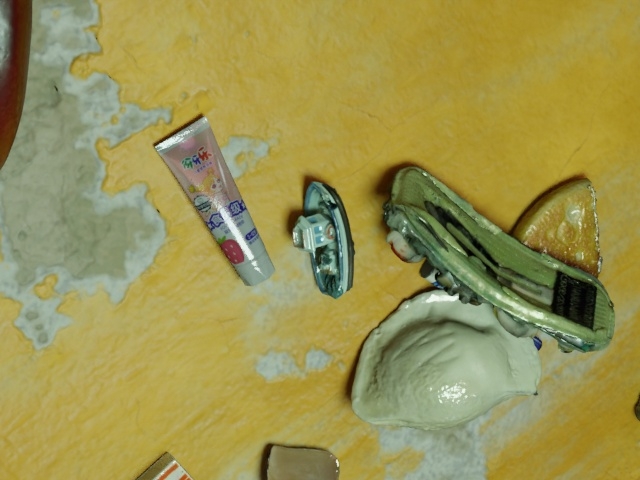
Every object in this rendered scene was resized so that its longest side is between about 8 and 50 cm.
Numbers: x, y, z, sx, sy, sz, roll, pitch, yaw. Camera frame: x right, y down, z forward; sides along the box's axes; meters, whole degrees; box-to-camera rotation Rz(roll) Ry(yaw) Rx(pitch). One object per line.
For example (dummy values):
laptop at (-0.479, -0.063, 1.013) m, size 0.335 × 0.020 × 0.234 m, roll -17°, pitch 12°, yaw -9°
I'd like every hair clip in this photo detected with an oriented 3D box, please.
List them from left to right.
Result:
hair clip at (0.199, 0.038, 1.825) m, size 0.321 × 0.138 × 0.091 m, roll 33°, pitch 124°, yaw -12°

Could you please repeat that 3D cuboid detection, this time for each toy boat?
toy boat at (0.000, 0.000, 1.769) m, size 0.066 × 0.059 × 0.140 m, roll -18°, pitch 108°, yaw -38°

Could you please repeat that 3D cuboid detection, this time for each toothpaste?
toothpaste at (-0.111, -0.040, 1.723) m, size 0.067 × 0.043 × 0.194 m, roll -32°, pitch 108°, yaw -11°

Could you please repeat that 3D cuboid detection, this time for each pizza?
pizza at (0.299, 0.005, 1.919) m, size 0.131 × 0.041 × 0.178 m, roll 29°, pitch 88°, yaw -21°

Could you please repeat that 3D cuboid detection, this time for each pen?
pen at (0.202, 0.084, 1.904) m, size 0.204 × 0.025 × 0.025 m, roll 35°, pitch 87°, yaw -28°

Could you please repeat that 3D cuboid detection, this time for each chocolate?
chocolate at (-0.026, 0.279, 1.845) m, size 0.100 × 0.031 × 0.065 m, roll 5°, pitch 83°, yaw -30°

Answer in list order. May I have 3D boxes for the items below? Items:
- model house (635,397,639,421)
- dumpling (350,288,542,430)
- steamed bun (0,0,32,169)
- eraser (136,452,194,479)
model house at (0.587, 0.257, 1.998) m, size 0.266 × 0.261 × 0.321 m, roll -26°, pitch 108°, yaw -14°
dumpling at (0.141, 0.144, 1.841) m, size 0.215 × 0.166 × 0.126 m, roll -21°, pitch 158°, yaw 17°
steamed bun at (-0.391, -0.229, 1.427) m, size 0.235 × 0.248 × 0.379 m, roll -5°, pitch 104°, yaw -24°
eraser at (-0.166, 0.380, 1.802) m, size 0.157 × 0.038 × 0.230 m, roll -42°, pitch 115°, yaw -10°
